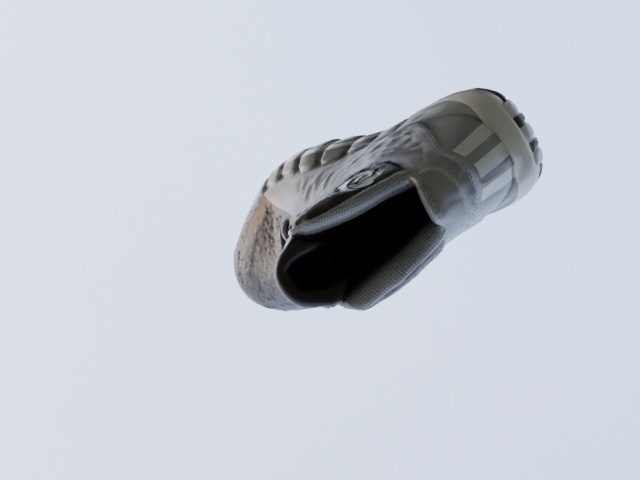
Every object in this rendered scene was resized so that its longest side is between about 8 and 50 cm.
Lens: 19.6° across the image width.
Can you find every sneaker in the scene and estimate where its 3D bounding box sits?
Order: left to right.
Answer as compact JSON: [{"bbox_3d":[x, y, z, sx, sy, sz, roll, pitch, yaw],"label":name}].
[{"bbox_3d":[0.000,0.000,0.966,0.086,0.228,0.132,55,-134,-4],"label":"sneaker"}]
